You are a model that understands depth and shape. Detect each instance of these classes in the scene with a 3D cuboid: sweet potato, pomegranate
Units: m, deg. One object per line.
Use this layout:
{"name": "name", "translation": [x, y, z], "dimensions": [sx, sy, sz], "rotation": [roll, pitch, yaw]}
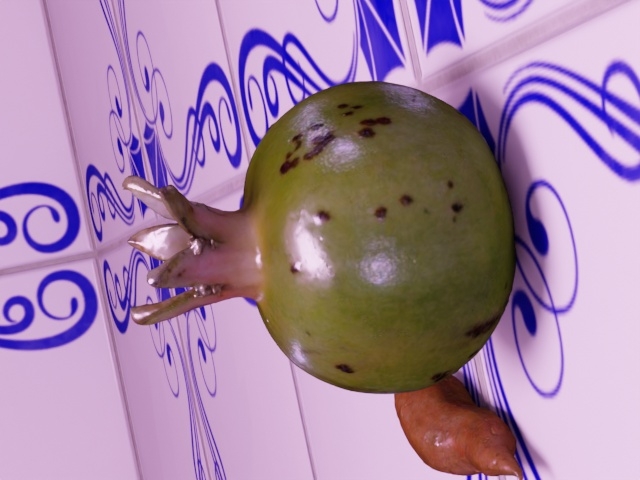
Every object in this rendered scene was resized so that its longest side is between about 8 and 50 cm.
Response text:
{"name": "sweet potato", "translation": [0.087, 0.121, 1.238], "dimensions": [0.195, 0.056, 0.056], "rotation": [-148, 49, -65]}
{"name": "pomegranate", "translation": [0.000, 0.000, 1.139], "dimensions": [0.181, 0.224, 0.181], "rotation": [176, 90, -79]}
